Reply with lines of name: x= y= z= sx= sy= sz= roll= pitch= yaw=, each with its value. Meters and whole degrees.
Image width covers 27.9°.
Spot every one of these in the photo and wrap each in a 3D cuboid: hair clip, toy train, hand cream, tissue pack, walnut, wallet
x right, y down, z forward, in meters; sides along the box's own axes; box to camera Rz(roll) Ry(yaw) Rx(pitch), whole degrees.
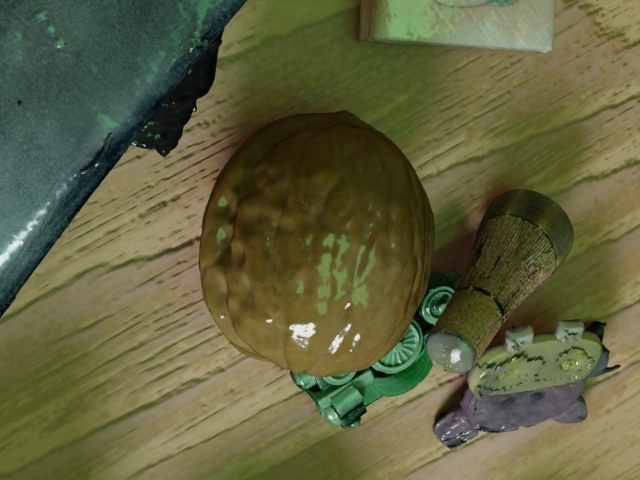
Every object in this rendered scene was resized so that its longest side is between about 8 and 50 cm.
hair clip: x=0.205 y=0.125 z=1.200 sx=0.187 sy=0.056 sz=0.146 roll=-16 pitch=138 yaw=-26
toy train: x=0.059 y=0.096 z=1.148 sx=0.178 sy=0.071 sz=0.105 roll=-31 pitch=122 yaw=-12
hand cream: x=0.149 y=0.040 z=1.105 sx=0.084 sy=0.084 sz=0.203 roll=61 pitch=41 yaw=-21
tissue pack: x=0.123 y=-0.322 z=1.067 sx=0.170 sy=0.071 sz=0.326 roll=-1 pitch=102 yaw=-17
walnut: x=0.000 y=0.000 z=1.031 sx=0.213 sy=0.213 sz=0.213 roll=-5 pitch=104 yaw=-19
wallet: x=-0.222 y=-0.111 z=0.951 sx=0.190 sy=0.046 sz=0.379 roll=38 pitch=101 yaw=-12

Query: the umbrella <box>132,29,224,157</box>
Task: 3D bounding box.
umbrella: x=-0.093 y=-0.227 z=1.003 sx=0.090 sy=0.094 sz=0.326 roll=23 pitch=98 yaw=21
